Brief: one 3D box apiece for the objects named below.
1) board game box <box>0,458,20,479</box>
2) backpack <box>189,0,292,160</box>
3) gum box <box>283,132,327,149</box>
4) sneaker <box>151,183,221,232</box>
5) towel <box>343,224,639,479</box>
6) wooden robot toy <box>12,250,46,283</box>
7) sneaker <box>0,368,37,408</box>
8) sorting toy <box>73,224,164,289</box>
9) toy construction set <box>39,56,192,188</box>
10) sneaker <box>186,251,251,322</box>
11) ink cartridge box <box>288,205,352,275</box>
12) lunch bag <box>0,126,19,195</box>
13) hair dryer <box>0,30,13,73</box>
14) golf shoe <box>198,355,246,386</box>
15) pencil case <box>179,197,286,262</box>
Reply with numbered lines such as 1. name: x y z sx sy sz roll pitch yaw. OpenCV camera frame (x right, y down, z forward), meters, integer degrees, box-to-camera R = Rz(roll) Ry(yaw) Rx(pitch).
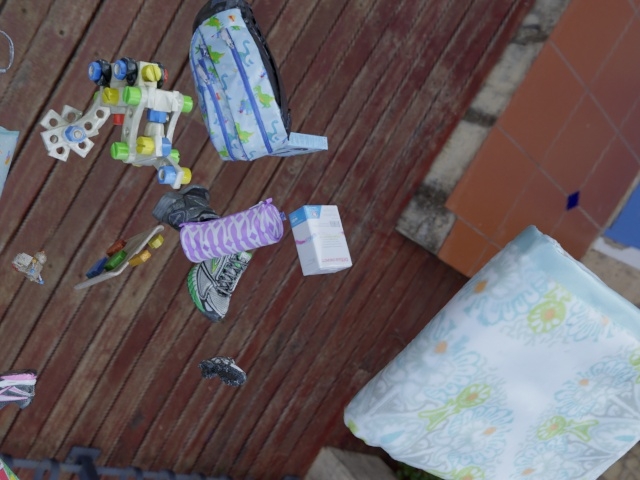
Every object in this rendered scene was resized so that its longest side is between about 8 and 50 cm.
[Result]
1. board game box: -0.261 0.187 0.397 0.039 0.259 0.124 -35 106 -10
2. backpack: -0.194 -0.367 1.497 0.273 0.355 0.290 -33 167 -10
3. gum box: -0.097 -0.278 1.782 0.184 0.157 0.041 -4 89 -51
4. sneaker: -0.274 -0.057 1.360 0.130 0.227 0.087 38 102 -1
5. towel: 0.264 0.187 0.760 0.374 0.090 0.320 32 106 -27
6. wooden robot toy: -0.796 0.056 1.688 0.173 0.076 0.079 113 1 -65
7. sneaker: -0.608 0.282 1.103 0.178 0.072 0.077 -3 89 -14
8. sorting toy: -0.532 0.030 1.677 0.041 0.307 0.229 54 43 -19
9. toy construction set: -0.358 -0.217 1.106 0.151 0.327 0.215 -9 107 -58
10. sneaker: -0.281 0.080 1.749 0.146 0.343 0.134 -19 134 22
11. ink cartridge box: 0.000 0.000 1.144 0.088 0.052 0.122 -2 72 -44
12. lunch bag: -0.749 -0.147 1.245 0.160 0.262 0.223 19 95 -8
13. hair dryer: -0.751 -0.349 1.175 0.223 0.080 0.293 32 62 -23
14. golf shoe: -0.292 0.398 1.925 0.094 0.198 0.077 -27 116 -46
15. pencil case: -0.175 -0.017 1.209 0.206 0.086 0.088 -16 106 16
